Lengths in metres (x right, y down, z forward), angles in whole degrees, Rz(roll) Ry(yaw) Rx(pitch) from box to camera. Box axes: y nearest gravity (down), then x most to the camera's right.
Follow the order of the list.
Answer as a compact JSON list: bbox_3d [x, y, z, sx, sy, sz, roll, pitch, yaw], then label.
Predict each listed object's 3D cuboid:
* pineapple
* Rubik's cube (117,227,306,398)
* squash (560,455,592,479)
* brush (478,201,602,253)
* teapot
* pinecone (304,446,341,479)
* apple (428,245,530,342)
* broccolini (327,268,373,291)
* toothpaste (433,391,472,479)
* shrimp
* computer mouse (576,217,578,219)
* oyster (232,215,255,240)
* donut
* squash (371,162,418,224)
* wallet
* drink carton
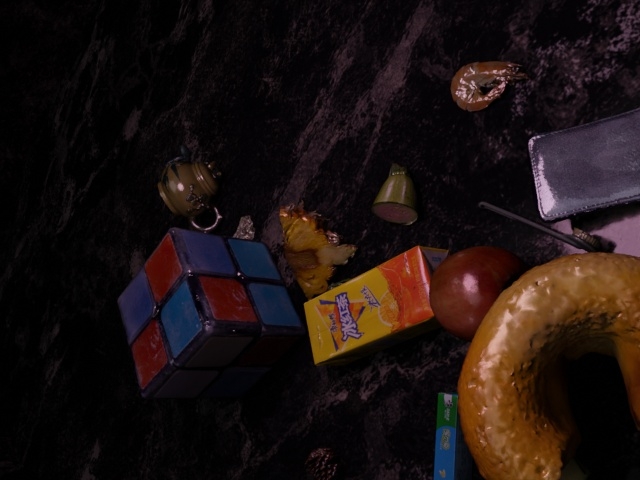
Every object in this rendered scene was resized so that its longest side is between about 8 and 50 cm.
[{"bbox_3d":[-0.002,-0.005,1.576,0.164,0.250,0.140,-21,29,9],"label":"pineapple"},{"bbox_3d":[-0.279,0.190,1.672,0.313,0.316,0.318,-47,54,28],"label":"Rubik's cube"},{"bbox_3d":[0.390,0.430,1.128,0.192,0.085,0.184,-65,17,8],"label":"squash"},{"bbox_3d":[0.394,-0.033,1.217,0.266,0.062,0.027,31,90,48],"label":"brush"},{"bbox_3d":[-0.362,-0.152,1.949,0.182,0.173,0.269,-30,84,4],"label":"teapot"},{"bbox_3d":[0.007,0.508,1.494,0.077,0.077,0.083,-38,67,34],"label":"pinecone"},{"bbox_3d":[0.294,0.101,1.203,0.168,0.181,0.181,-26,64,49],"label":"apple"},{"bbox_3d":[0.071,0.099,1.529,0.140,0.030,0.035,-24,22,35],"label":"broccolini"},{"bbox_3d":[0.254,0.426,1.262,0.050,0.065,0.267,-3,81,49],"label":"toothpaste"},{"bbox_3d":[0.336,-0.314,1.331,0.180,0.041,0.099,2,85,45],"label":"shrimp"},{"bbox_3d":[0.445,-0.087,1.184,0.056,0.032,0.110,-24,70,32],"label":"computer mouse"},{"bbox_3d":[-0.225,-0.019,1.851,0.098,0.037,0.100,-17,70,42],"label":"oyster"},{"bbox_3d":[0.397,0.194,0.977,0.435,0.163,0.378,-17,73,16],"label":"donut"},{"bbox_3d":[0.173,-0.114,1.442,0.105,0.105,0.132,-10,57,44],"label":"squash"},{"bbox_3d":[0.468,-0.127,1.133,0.222,0.036,0.167,-15,68,28],"label":"wallet"},{"bbox_3d":[0.125,0.146,1.414,0.351,0.111,0.155,-31,61,39],"label":"drink carton"}]
